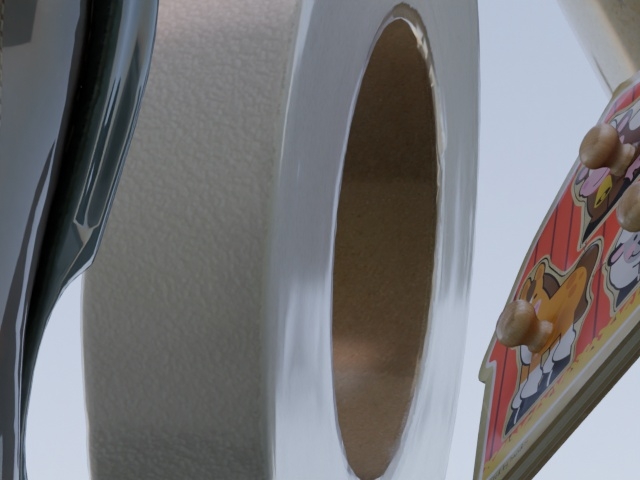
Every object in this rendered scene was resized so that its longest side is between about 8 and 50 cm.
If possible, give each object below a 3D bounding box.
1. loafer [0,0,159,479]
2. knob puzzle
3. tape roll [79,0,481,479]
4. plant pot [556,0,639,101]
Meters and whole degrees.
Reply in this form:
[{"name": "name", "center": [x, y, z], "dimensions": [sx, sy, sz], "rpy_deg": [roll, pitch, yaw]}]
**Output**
[{"name": "loafer", "center": [-0.099, 0.038, 0.355], "dimensions": [0.096, 0.267, 0.084], "rpy_deg": [2, -15, 27]}, {"name": "knob puzzle", "center": [0.107, -0.010, 0.756], "dimensions": [0.030, 0.213, 0.213], "rpy_deg": [28, -55, -9]}, {"name": "tape roll", "center": [0.000, 0.000, 0.818], "dimensions": [0.072, 0.392, 0.392], "rpy_deg": [3, -46, 15]}, {"name": "plant pot", "center": [0.294, -0.166, 1.279], "dimensions": [0.334, 0.334, 0.305], "rpy_deg": [-33, -78, 22]}]
